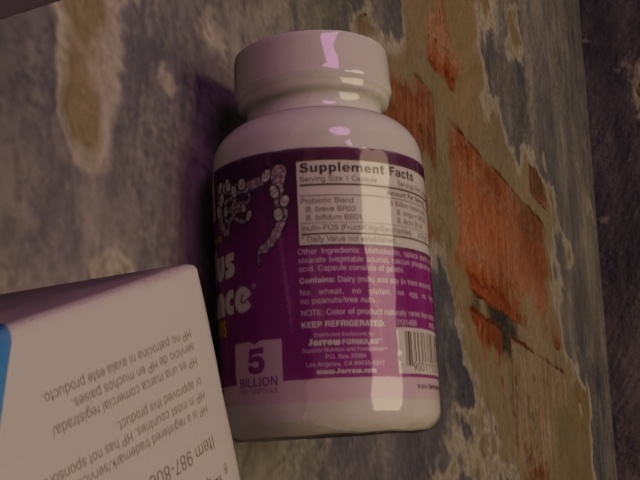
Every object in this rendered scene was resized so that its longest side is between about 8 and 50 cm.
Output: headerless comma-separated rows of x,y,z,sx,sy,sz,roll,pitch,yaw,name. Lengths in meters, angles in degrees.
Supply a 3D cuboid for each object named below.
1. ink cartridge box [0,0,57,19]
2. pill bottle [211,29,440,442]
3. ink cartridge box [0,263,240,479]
-0.165,-0.258,0.525,0.065,0.185,0.311,31,55,-56,ink cartridge box
0.000,0.000,0.814,0.169,0.169,0.302,20,64,-62,pill bottle
-0.146,0.234,0.432,0.285,0.166,0.395,-20,99,-64,ink cartridge box
